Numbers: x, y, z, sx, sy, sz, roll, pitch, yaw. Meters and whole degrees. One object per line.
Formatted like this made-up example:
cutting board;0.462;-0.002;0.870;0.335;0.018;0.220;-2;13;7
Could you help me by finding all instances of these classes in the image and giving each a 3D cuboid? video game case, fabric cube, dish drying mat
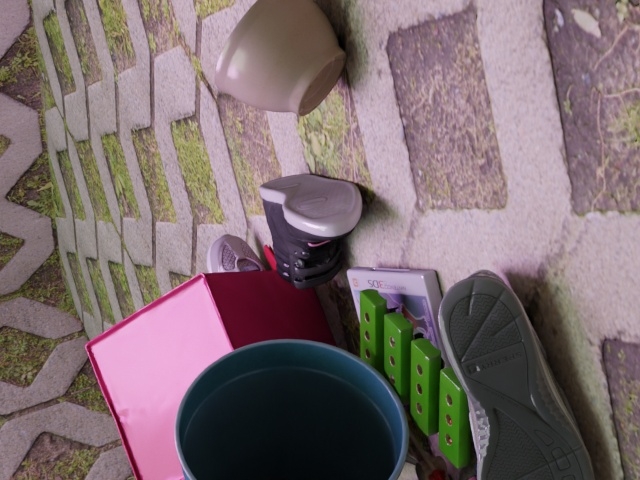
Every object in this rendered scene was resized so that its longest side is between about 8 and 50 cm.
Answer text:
video game case;0.109;0.133;1.514;0.183;0.023;0.201;1;108;61
fabric cube;-0.138;0.207;1.765;0.254;0.258;0.259;-29;76;28
dish drying mat;-0.071;0.045;1.957;0.083;0.008;0.032;56;156;34

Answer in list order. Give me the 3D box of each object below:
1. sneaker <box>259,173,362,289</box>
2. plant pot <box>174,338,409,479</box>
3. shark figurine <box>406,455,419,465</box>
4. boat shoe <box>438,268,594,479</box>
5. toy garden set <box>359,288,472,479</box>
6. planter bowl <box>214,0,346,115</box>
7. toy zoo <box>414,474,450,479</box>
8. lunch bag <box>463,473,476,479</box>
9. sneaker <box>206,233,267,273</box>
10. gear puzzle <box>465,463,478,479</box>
sneaker;0.000;0.000;1.615;0.296;0.104;0.147;-151;45;-70
plant pot;-0.039;0.307;1.465;0.271;0.272;0.255;54;152;39
shark figurine;0.038;0.269;1.622;0.166;0.116;0.278;31;160;51
boat shoe;0.208;0.185;1.239;0.320;0.118;0.103;69;-162;-1
toy garden set;0.123;0.194;1.425;0.244;0.049;0.203;-136;38;-55
planter bowl;-0.037;-0.222;1.470;0.109;0.162;0.162;37;150;12
toy zoo;0.150;0.434;1.683;0.192;0.030;0.293;68;159;9
lunch bag;0.165;0.385;1.464;0.096;0.129;0.151;45;146;51
sneaker;-0.085;0.097;1.948;0.281;0.105;0.115;58;141;18
gear puzzle;0.226;0.416;1.333;0.175;0.044;0.339;-6;-105;-78
